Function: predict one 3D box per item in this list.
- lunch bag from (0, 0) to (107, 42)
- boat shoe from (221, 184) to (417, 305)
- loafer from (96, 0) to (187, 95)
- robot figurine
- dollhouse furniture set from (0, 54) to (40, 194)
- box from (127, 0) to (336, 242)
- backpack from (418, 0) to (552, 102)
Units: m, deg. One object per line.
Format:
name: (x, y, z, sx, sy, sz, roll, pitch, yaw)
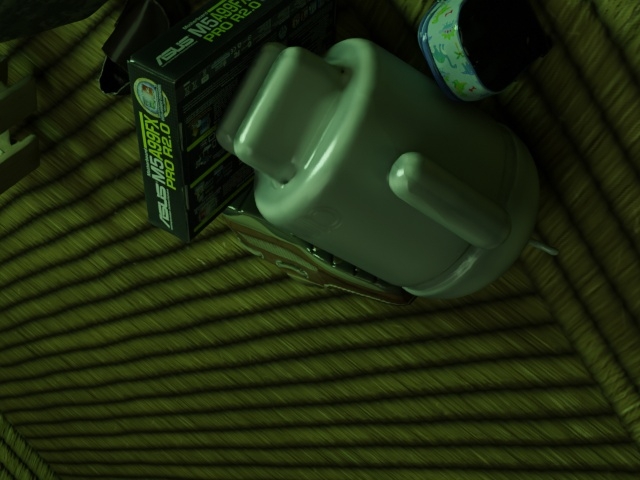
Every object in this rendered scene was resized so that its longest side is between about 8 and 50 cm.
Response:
lunch bag: (-0.336, -0.397, 1.052, 0.305, 0.213, 0.255, -22, 94, 51)
boat shoe: (0.000, 0.000, 1.209, 0.324, 0.122, 0.119, 29, 148, 32)
loafer: (-0.235, -0.250, 1.197, 0.080, 0.078, 0.220, 41, 145, 3)
robot figurine: (0.075, -0.066, 0.935, 0.354, 0.199, 0.300, 27, -172, -24)
dollhouse furniture set: (-0.644, -0.259, 1.368, 0.362, 0.256, 0.394, 33, 141, 13)
box: (-0.082, -0.158, 0.982, 0.060, 0.270, 0.216, 29, 143, 20)
backpack: (0.144, -0.186, 0.870, 0.084, 0.114, 0.105, -8, 122, 47)
